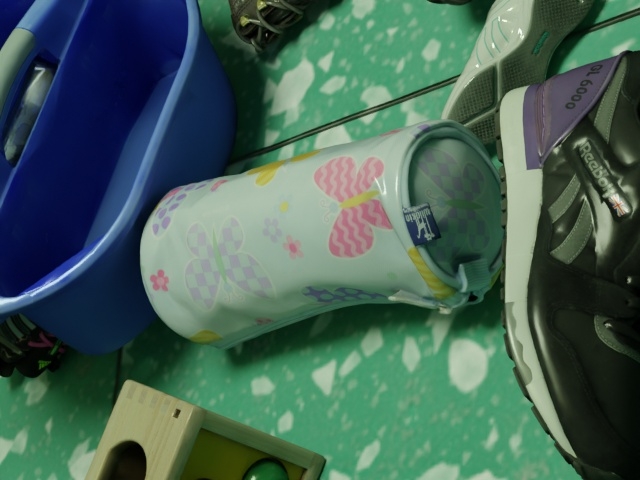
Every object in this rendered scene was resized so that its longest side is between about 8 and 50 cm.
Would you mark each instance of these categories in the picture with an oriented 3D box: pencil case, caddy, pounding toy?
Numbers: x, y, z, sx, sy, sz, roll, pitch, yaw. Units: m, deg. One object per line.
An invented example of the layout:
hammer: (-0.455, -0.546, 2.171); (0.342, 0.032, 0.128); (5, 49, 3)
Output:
pencil case: (0.000, 0.000, 1.271); (0.273, 0.113, 0.124); (-11, 104, 42)
caddy: (-0.209, -0.078, 1.410); (0.241, 0.179, 0.341); (8, 65, 24)
pounding toy: (-0.116, 0.206, 1.225); (0.094, 0.181, 0.206); (14, 80, 49)

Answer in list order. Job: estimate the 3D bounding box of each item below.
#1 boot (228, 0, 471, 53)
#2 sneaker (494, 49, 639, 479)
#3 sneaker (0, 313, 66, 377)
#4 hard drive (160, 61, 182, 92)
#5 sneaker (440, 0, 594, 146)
boot: (0.018, -0.217, 1.403); (0.229, 0.091, 0.263); (-40, 41, 32)
sneaker: (0.180, 0.005, 1.090); (0.124, 0.107, 0.283); (-23, 54, 29)
sneaker: (-0.220, 0.073, 1.502); (0.170, 0.063, 0.074); (-14, 70, 37)
hard drive: (-0.171, -0.099, 1.549); (0.135, 0.022, 0.094); (-3, 66, 31)
sneaker: (0.130, -0.129, 1.258); (0.152, 0.054, 0.061); (-56, 26, 4)
